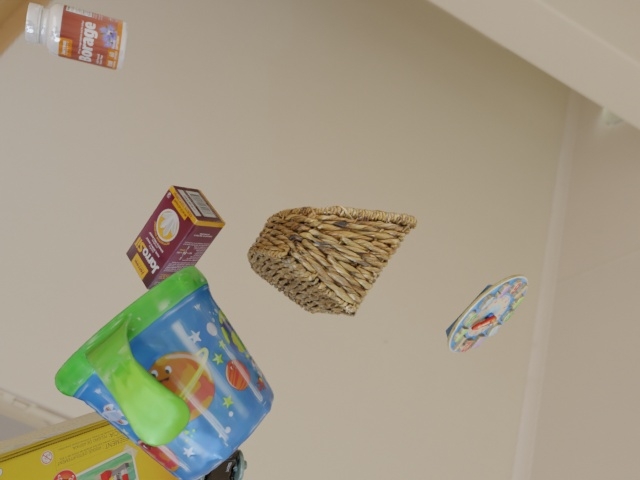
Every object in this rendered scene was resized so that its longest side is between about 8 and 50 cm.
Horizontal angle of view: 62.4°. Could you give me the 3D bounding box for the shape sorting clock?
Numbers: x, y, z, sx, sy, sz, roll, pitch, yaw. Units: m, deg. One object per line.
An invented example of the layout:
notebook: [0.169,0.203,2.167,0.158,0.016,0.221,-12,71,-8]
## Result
shape sorting clock: [0.333,0.149,1.042,0.040,0.206,0.206,53,-55,33]

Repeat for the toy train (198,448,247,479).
toy train: [-0.287,0.597,1.395,0.190,0.142,0.334,-114,-144,-51]

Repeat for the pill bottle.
pill bottle: [-0.582,-0.492,1.270,0.121,0.216,0.121,-26,-120,61]

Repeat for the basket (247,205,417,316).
basket: [0.000,0.000,1.036,0.223,0.213,0.299,-54,-170,-15]

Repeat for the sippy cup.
sippy cup: [-0.191,0.192,0.727,0.240,0.224,0.305,-40,-179,30]

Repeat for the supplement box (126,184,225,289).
supplement box: [-0.289,-0.003,1.045,0.188,0.104,0.080,-50,154,20]

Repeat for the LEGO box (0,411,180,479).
LEGO box: [-0.493,0.545,0.975,0.193,0.500,0.373,-15,-98,29]
